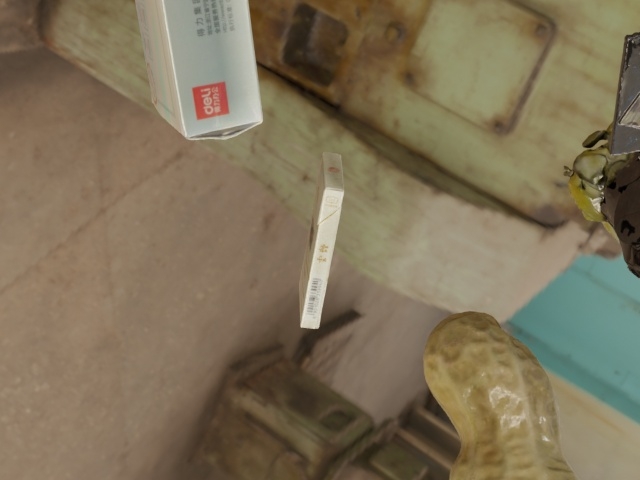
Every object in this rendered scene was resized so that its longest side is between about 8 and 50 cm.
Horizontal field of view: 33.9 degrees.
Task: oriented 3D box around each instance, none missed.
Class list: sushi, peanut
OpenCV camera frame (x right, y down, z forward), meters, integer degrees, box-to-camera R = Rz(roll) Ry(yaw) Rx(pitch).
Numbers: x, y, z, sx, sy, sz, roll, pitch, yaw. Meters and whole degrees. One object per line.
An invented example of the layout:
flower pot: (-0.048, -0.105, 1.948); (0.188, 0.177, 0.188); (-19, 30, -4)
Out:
sushi: (0.513, -0.088, 1.403); (0.328, 0.285, 0.328); (-44, 138, 20)
peanut: (0.182, 0.208, 1.040); (0.136, 0.298, 0.120); (-5, 153, -18)

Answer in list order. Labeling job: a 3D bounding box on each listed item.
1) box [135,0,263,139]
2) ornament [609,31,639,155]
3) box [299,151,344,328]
box: (-0.119, -0.232, 0.918); (0.079, 0.135, 0.269); (-14, 115, -17)
ornament: (0.384, -0.097, 0.980); (0.153, 0.196, 0.166); (-12, 135, -2)
box: (0.000, 0.000, 1.113); (0.090, 0.024, 0.167); (-93, -168, -61)
